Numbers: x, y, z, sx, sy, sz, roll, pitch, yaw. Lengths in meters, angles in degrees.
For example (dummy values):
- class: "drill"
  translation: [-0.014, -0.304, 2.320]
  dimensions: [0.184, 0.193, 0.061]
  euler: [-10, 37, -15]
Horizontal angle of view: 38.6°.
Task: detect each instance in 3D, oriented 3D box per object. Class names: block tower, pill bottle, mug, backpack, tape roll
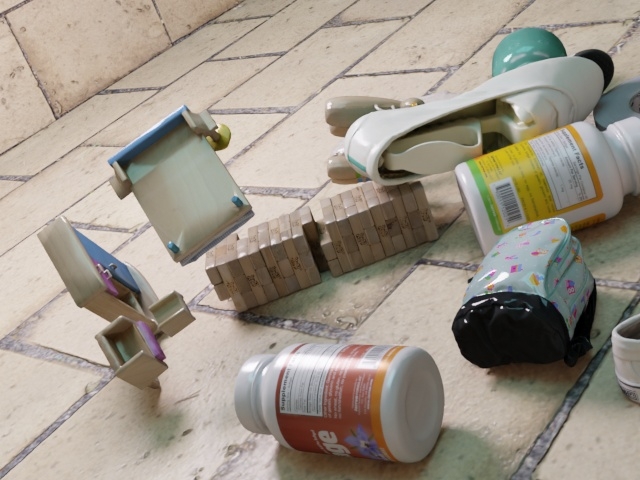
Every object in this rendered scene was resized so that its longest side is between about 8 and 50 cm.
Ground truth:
- class: "block tower"
  translation: [0.000, 0.000, 1.367]
  dimensions: [0.335, 0.091, 0.097]
  euler: [-20, 27, 4]
- class: "pill bottle"
  translation: [0.315, -0.076, 1.216]
  dimensions: [0.246, 0.136, 0.136]
  euler: [-19, 27, 6]
- class: "mug"
  translation: [0.376, -0.293, 1.577]
  dimensions: [0.158, 0.129, 0.097]
  euler: [-13, 31, 18]
- class: "backpack"
  translation: [0.244, 0.059, 1.048]
  dimensions: [0.152, 0.115, 0.182]
  euler: [-3, 30, 38]
- class: "pill bottle"
  translation: [0.016, 0.174, 1.002]
  dimensions: [0.216, 0.121, 0.121]
  euler: [-3, 33, 35]
- class: "tape roll"
  translation: [0.514, -0.179, 1.327]
  dimensions: [0.219, 0.072, 0.219]
  euler: [-18, 26, 9]

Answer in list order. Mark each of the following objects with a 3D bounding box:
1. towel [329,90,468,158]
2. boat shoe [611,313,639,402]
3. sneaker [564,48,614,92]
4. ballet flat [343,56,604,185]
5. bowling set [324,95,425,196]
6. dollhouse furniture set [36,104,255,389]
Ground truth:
- class: "towel"
  translation: [0.166, -0.207, 1.670]
  dimensions: [0.282, 0.049, 0.187]
  euler: [-6, 31, 30]
- class: "boat shoe"
  translation: [0.418, 0.073, 0.918]
  dimensions: [0.268, 0.088, 0.096]
  euler: [-21, 27, 4]
- class: "sneaker"
  translation: [0.327, -0.219, 1.454]
  dimensions: [0.270, 0.090, 0.145]
  euler: [-41, 21, 14]
- class: "ballet flat"
  translation: [0.235, -0.154, 1.305]
  dimensions: [0.400, 0.139, 0.139]
  euler: [-15, 26, -4]
- class: "bowling set"
  translation: [0.091, -0.125, 1.483]
  dimensions: [0.154, 0.199, 0.287]
  euler: [0, 4, 5]
- class: "dollhouse furniture set"
  translation: [-0.186, 0.017, 1.299]
  dimensions: [0.303, 0.198, 0.286]
  euler: [-38, 63, 1]
